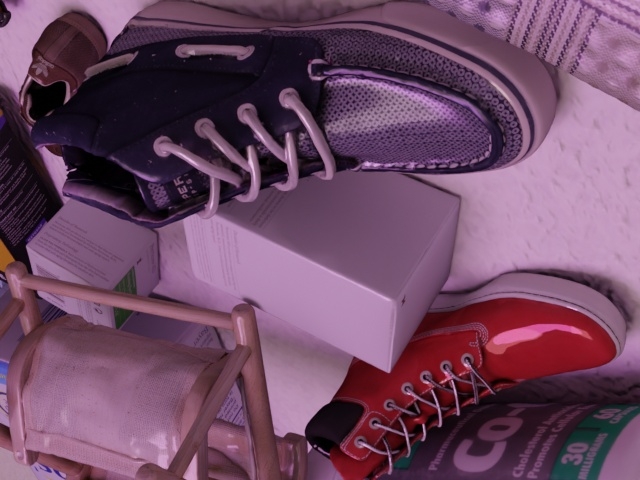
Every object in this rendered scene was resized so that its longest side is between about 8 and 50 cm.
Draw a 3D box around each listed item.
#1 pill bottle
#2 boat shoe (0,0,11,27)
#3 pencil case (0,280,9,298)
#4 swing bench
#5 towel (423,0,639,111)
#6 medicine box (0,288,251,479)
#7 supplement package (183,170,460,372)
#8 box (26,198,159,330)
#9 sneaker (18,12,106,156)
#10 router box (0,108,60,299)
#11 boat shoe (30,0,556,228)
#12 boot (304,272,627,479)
[{"bbox_3d":[0.151,0.237,0.824,0.361,0.204,0.204,-11,126,49],"label":"pill bottle"},{"bbox_3d":[-0.330,-0.259,0.776,0.079,0.084,0.233,-21,117,13],"label":"boat shoe"},{"bbox_3d":[-0.499,0.024,1.255,0.273,0.113,0.124,26,139,15],"label":"pencil case"},{"bbox_3d":[-0.162,0.174,0.858,0.253,0.165,0.255,9,141,26],"label":"swing bench"},{"bbox_3d":[0.160,-0.185,0.420,0.324,0.056,0.312,31,145,12],"label":"towel"},{"bbox_3d":[-0.236,0.201,1.173,0.263,0.149,0.289,12,136,28],"label":"medicine box"},{"bbox_3d":[0.000,0.000,0.751,0.179,0.105,0.105,25,147,18],"label":"supplement package"},{"bbox_3d":[-0.231,0.025,1.022,0.102,0.087,0.101,28,148,11],"label":"box"},{"bbox_3d":[-0.233,-0.118,0.851,0.066,0.071,0.188,35,148,2],"label":"sneaker"},{"bbox_3d":[-0.431,-0.081,1.061,0.308,0.081,0.243,21,152,22],"label":"router box"},{"bbox_3d":[-0.032,-0.065,0.644,0.340,0.158,0.127,11,140,35],"label":"boat shoe"},{"bbox_3d":[0.099,0.115,0.741,0.244,0.176,0.088,-12,123,49],"label":"boot"}]
